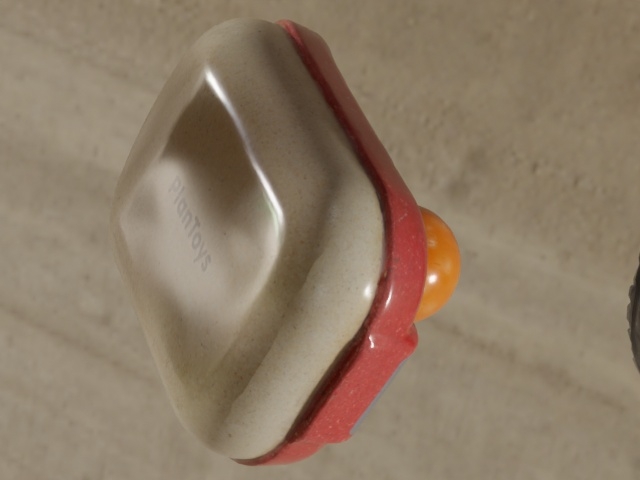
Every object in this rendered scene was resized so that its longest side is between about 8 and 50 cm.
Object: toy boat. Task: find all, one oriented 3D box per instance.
[{"bbox_3d":[0.000,0.000,0.820,0.151,0.151,0.231,15,-148,-34],"label":"toy boat"}]

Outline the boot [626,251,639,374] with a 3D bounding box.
[{"bbox_3d":[0.250,0.028,0.710,0.118,0.338,0.222,-10,-130,-21],"label":"boot"}]
